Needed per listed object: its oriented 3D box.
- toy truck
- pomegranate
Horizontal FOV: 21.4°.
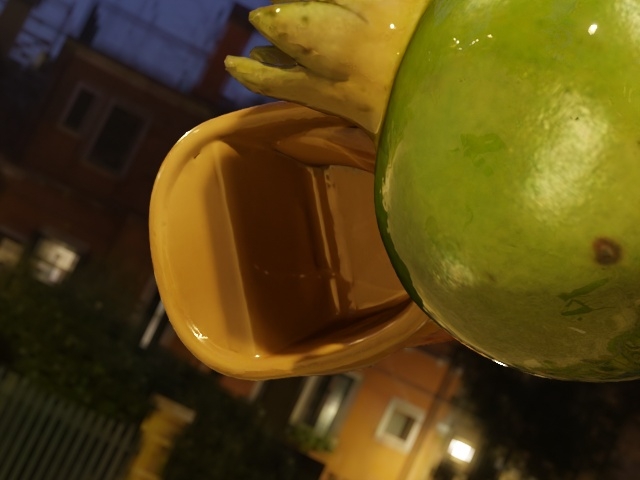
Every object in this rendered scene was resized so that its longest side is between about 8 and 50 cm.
[{"bbox_3d":[0.000,0.000,1.281,0.288,0.204,0.211,-12,-4,27],"label":"toy truck"},{"bbox_3d":[0.110,-0.040,1.000,0.358,0.216,0.310,20,-6,1],"label":"pomegranate"}]
